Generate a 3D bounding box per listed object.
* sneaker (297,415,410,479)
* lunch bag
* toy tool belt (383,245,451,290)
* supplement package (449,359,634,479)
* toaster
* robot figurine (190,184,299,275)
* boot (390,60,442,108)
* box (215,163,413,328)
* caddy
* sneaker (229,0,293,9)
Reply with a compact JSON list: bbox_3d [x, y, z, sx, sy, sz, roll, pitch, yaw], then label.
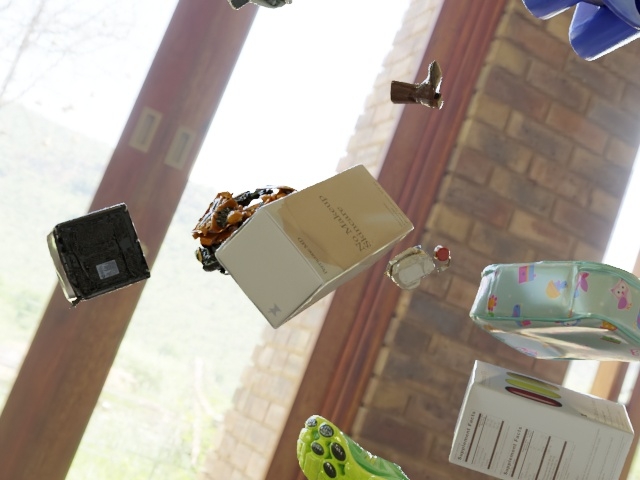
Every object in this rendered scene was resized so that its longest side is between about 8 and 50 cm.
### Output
[{"bbox_3d":[0.073,0.433,1.631,0.295,0.109,0.123,35,2,30],"label":"sneaker"},{"bbox_3d":[0.389,0.115,1.396,0.224,0.107,0.279,27,-19,-33],"label":"lunch bag"},{"bbox_3d":[0.125,0.029,1.182,0.052,0.083,0.051,62,-9,-18],"label":"toy tool belt"},{"bbox_3d":[0.337,0.298,1.389,0.244,0.133,0.139,16,11,9],"label":"supplement package"},{"bbox_3d":[-0.460,0.033,1.824,0.186,0.168,0.110,-21,1,-28],"label":"toaster"},{"bbox_3d":[-0.134,-0.031,1.709,0.291,0.211,0.085,4,-35,46],"label":"robot figurine"},{"bbox_3d":[0.184,-0.313,1.785,0.114,0.037,0.106,15,-49,29],"label":"boot"},{"bbox_3d":[0.000,0.000,1.356,0.148,0.121,0.311,50,32,5],"label":"box"},{"bbox_3d":[0.458,-0.456,1.420,0.241,0.341,0.179,33,-35,-21],"label":"caddy"},{"bbox_3d":[-0.071,-0.432,1.491,0.258,0.091,0.094,-24,9,-41],"label":"sneaker"}]
